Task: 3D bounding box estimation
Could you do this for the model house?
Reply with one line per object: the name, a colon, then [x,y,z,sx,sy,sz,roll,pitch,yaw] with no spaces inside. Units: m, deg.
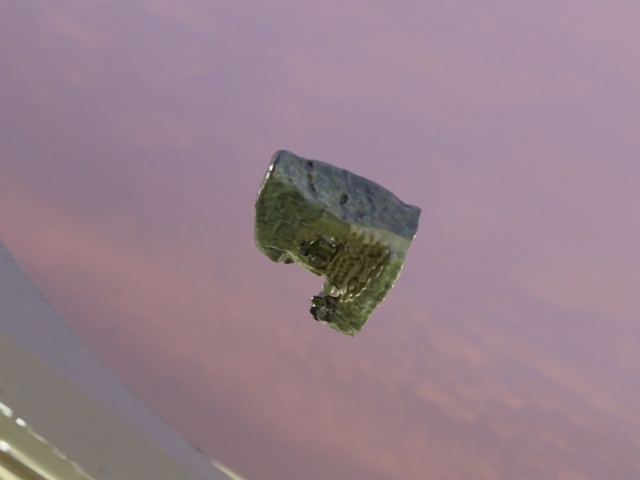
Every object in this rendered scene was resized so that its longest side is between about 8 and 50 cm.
model house: [0.000,0.000,0.460,0.083,0.066,0.078,26,-33,-3]
